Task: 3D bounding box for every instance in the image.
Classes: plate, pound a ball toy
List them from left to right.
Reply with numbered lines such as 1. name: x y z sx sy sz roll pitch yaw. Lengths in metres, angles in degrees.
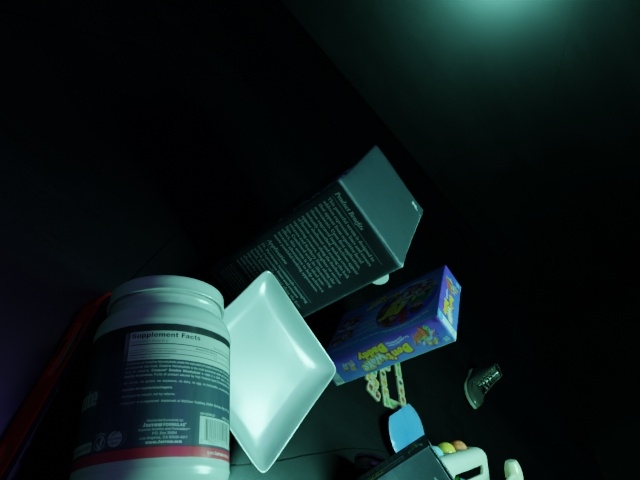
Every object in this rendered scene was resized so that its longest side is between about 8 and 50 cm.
1. plate: -0.116 0.242 0.887 0.277 0.045 0.278 57 44 -10
2. pound a ball toy: 0.392 0.618 1.232 0.319 0.208 0.136 19 61 -48

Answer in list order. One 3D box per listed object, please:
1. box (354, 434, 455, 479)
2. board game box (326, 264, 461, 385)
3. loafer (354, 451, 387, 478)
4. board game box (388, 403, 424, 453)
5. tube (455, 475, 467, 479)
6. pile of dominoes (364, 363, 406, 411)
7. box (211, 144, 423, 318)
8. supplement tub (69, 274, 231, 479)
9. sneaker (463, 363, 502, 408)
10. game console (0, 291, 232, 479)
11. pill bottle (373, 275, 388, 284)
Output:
1. box: 0.183 0.563 0.980 0.183 0.232 0.059 57 0 -2
2. board game box: 0.182 0.218 1.172 0.078 0.347 0.233 53 31 -10
3. loafer: 0.181 0.611 1.057 0.302 0.109 0.095 50 35 -20
4. board game box: 0.230 0.540 1.265 0.168 0.033 0.133 -4 71 -51
5. tube: 0.480 0.780 1.403 0.207 0.052 0.080 27 35 -33
6. pile of dominoes: 0.197 0.372 1.360 0.196 0.040 0.251 34 37 -36
7. box: 0.000 0.000 1.055 0.212 0.395 0.293 54 30 -8
8. supplement tub: -0.221 0.206 0.632 0.191 0.191 0.272 28 43 -41
9. sneaker: 0.628 0.549 1.754 0.083 0.118 0.222 55 30 -6
10. game console: -0.283 0.299 0.718 0.342 0.060 0.387 46 32 -30
11. pill bottle: 0.203 0.073 1.595 0.087 0.087 0.160 40 35 -28
